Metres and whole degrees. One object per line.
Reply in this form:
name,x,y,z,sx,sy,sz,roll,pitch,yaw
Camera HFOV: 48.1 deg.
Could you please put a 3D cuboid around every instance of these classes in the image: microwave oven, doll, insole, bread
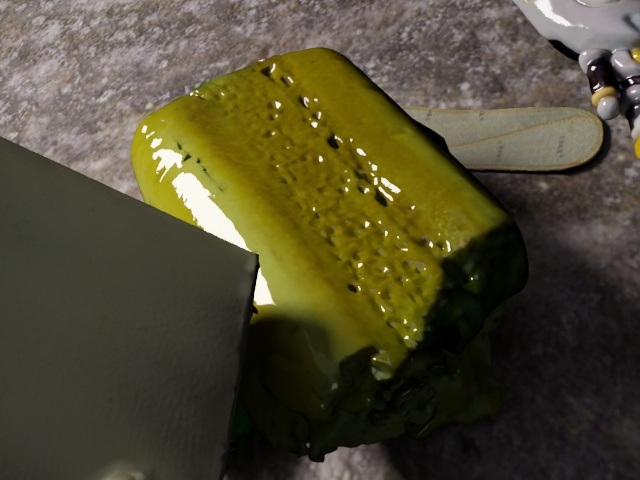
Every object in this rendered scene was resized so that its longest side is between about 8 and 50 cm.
microwave oven,-0.264,0.150,0.421,0.394,0.333,0.247,-55,16,34
doll,0.285,-0.206,0.717,0.145,0.103,0.316,-18,57,5
insole,0.119,-0.104,0.771,0.348,0.009,0.119,1,57,24
bread,0.000,0.000,0.614,0.251,0.208,0.376,-23,51,-17

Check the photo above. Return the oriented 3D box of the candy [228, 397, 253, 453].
candy,-0.095,0.059,0.713,0.097,0.097,0.323,-12,46,15
